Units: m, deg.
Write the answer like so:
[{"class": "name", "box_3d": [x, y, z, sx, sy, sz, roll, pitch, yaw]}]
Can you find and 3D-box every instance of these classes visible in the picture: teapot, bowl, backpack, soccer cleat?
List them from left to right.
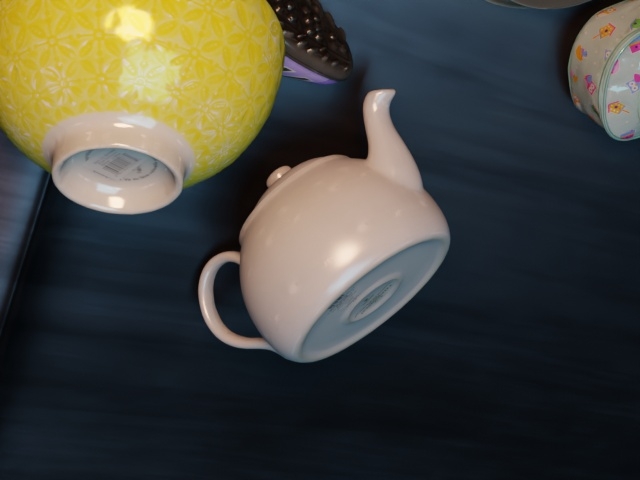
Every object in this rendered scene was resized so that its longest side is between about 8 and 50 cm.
[{"class": "bowl", "box_3d": [-0.178, -0.118, 1.124, 0.289, 0.156, 0.289, 1, 151, 0]}, {"class": "soccer cleat", "box_3d": [-0.111, -0.215, 1.213, 0.318, 0.109, 0.116, 19, 133, -34]}, {"class": "teapot", "box_3d": [0.000, 0.000, 1.357, 0.256, 0.187, 0.252, -32, 159, -21]}, {"class": "backpack", "box_3d": [0.382, -0.195, 1.406, 0.188, 0.144, 0.166, -17, 134, -8]}]

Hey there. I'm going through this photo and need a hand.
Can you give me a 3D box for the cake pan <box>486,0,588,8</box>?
[{"class": "cake pan", "box_3d": [0.254, -0.367, 1.284, 0.293, 0.054, 0.293, -12, 126, -16]}]
